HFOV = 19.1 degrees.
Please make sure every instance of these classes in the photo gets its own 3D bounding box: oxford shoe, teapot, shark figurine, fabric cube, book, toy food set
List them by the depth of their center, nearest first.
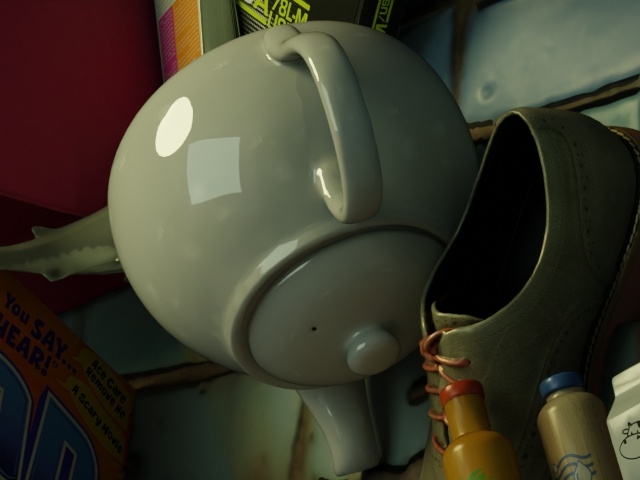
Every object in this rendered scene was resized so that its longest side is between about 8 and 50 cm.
[{"bbox_3d":[0.173,0.086,0.979,0.232,0.111,0.104,-35,56,36],"label":"toy food set"},{"bbox_3d":[0.092,0.087,1.111,0.123,0.130,0.348,14,88,50],"label":"oxford shoe"},{"bbox_3d":[0.000,0.000,1.167,0.252,0.256,0.187,-45,48,22],"label":"teapot"},{"bbox_3d":[-0.136,-0.033,1.334,0.166,0.278,0.116,90,165,-73],"label":"shark figurine"},{"bbox_3d":[-0.096,-0.154,1.421,0.096,0.035,0.144,-31,63,59],"label":"book"},{"bbox_3d":[-0.261,-0.098,1.492,0.258,0.259,0.254,-20,61,44],"label":"fabric cube"}]

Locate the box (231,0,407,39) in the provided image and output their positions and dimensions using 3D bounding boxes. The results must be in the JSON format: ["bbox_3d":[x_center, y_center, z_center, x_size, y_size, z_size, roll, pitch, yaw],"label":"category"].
[{"bbox_3d":[-0.014,-0.159,1.361,0.191,0.045,0.184,42,127,48],"label":"box"}]

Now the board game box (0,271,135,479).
[{"bbox_3d":[-0.386,0.202,1.321,0.356,0.356,0.356,-16,48,23],"label":"board game box"}]
